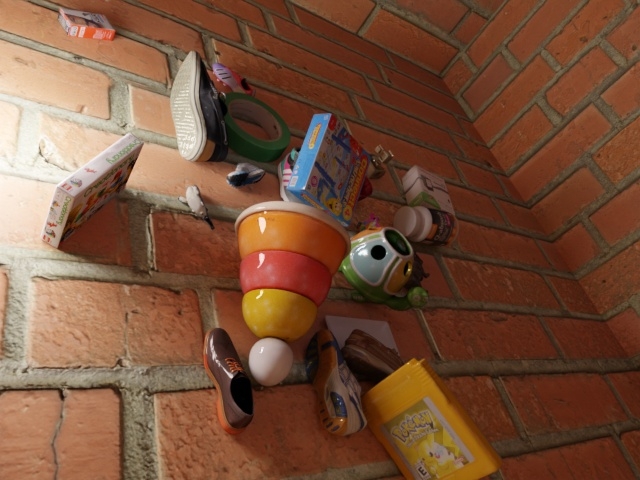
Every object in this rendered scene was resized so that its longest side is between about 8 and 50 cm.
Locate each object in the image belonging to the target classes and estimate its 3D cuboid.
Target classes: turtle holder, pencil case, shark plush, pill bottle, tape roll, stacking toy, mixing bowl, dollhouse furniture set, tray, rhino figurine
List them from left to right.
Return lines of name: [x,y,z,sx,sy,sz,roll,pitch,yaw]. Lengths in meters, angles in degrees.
shark plush: [-0.372,-0.110,1.550,0.161,0.073,0.067,45,6,12]
tape roll: [-0.274,-0.454,1.963,0.321,0.077,0.321,24,39,-21]
stacking toy: [-0.115,0.163,1.368,0.350,0.350,0.480,24,59,-22]
mixing bowl: [0.119,-0.224,2.061,0.181,0.098,0.181,24,41,-22]
tray: [0.132,0.319,1.582,0.270,0.030,0.145,12,46,-34]
dollhouse furniture set: [0.254,-0.411,2.318,0.101,0.161,0.182,-8,60,-46]
pencil case: [0.237,0.014,1.929,0.104,0.104,0.236,-7,59,-45]
turtle holder: [0.214,0.099,1.712,0.243,0.227,0.320,11,46,-35]
rhino figurine: [0.379,0.122,1.968,0.106,0.073,0.243,36,35,-12]
pill bottle: [0.462,-0.065,2.155,0.278,0.162,0.162,7,48,-37]

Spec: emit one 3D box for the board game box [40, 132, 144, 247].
board game box: [-0.582,-0.137,1.268,0.053,0.193,0.305,34,38,-9]

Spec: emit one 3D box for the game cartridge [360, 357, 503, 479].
game cartridge: [0.267,0.503,1.304,0.324,0.285,0.052,52,37,14]

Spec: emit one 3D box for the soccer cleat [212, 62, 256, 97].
soccer cleat: [-0.365,-0.684,2.097,0.248,0.095,0.083,51,38,12]

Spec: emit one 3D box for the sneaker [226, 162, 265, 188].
sneaker: [-0.283,-0.240,1.755,0.083,0.071,0.190,43,28,12]

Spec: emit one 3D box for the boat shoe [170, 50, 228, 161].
boat shoe: [-0.430,-0.476,1.767,0.156,0.187,0.500,13,50,-40]

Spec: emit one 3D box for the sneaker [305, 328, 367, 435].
sneaker: [0.046,0.397,1.383,0.131,0.112,0.297,22,45,-43]

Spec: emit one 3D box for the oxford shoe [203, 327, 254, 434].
oxford shoe: [-0.215,0.324,1.208,0.096,0.098,0.271,3,51,-40]

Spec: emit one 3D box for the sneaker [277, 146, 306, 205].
sneaker: [-0.065,-0.243,1.848,0.123,0.178,0.296,12,46,-34]

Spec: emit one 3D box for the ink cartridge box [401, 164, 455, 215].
ink cartridge box: [0.522,-0.216,2.400,0.198,0.115,0.273,23,41,-24]

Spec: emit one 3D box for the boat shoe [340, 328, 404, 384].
boat shoe: [0.205,0.378,1.486,0.324,0.123,0.116,39,47,-18]

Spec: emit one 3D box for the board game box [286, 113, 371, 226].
board game box: [0.042,-0.253,1.817,0.302,0.086,0.308,35,68,-47]

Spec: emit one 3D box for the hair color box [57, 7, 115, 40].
hair color box: [-0.856,-0.790,1.801,0.167,0.053,0.093,-19,67,-48]
